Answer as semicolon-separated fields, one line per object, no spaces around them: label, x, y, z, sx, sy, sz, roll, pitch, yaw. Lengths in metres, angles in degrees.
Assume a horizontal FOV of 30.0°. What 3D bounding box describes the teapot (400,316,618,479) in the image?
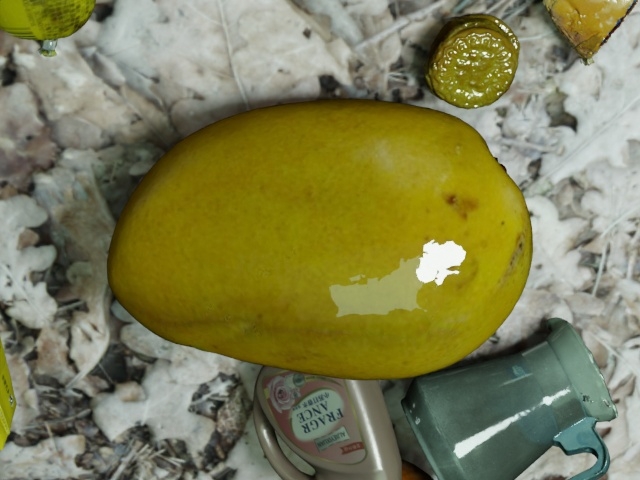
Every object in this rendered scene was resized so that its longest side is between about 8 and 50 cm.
teapot;0.231;0.215;1.416;0.225;0.203;0.171;-28;151;4

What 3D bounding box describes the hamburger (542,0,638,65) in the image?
hamburger;0.283;-0.274;1.231;0.102;0.087;0.176;22;115;-15

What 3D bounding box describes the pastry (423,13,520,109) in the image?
pastry;0.163;-0.191;1.282;0.109;0.057;0.097;-14;118;5

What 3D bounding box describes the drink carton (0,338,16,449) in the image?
drink carton;-0.548;0.173;1.393;0.351;0.111;0.155;-5;117;0

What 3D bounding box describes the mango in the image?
mango;0.000;0.000;1.255;0.445;0.232;0.300;-4;82;1

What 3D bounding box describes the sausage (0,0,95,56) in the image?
sausage;-0.294;-0.343;1.147;0.123;0.123;0.347;-7;117;1

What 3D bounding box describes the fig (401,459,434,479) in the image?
fig;0.098;0.349;1.505;0.149;0.202;0.148;9;86;33

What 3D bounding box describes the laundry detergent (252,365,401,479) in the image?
laundry detergent;0.008;0.242;1.414;0.171;0.076;0.237;-20;83;30
